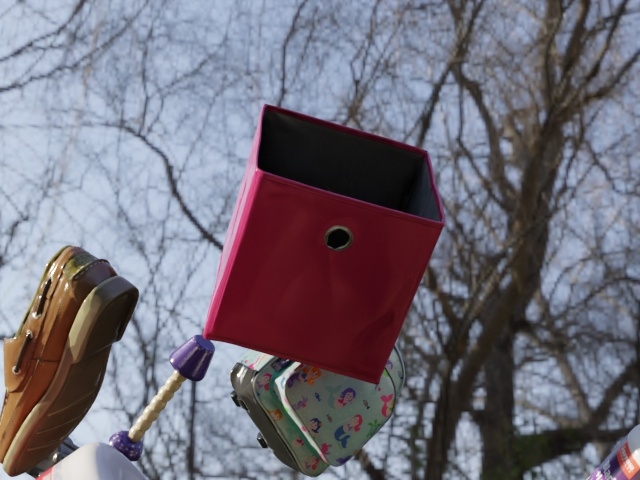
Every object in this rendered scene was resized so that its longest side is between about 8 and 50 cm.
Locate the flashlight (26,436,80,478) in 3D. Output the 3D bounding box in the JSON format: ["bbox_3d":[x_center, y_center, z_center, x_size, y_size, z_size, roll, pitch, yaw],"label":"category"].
[{"bbox_3d":[-0.427,0.409,1.835,0.103,0.103,0.304,24,-16,17],"label":"flashlight"}]

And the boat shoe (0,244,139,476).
[{"bbox_3d":[-0.321,0.143,1.257,0.307,0.104,0.111,-58,-17,19],"label":"boat shoe"}]

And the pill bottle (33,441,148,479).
[{"bbox_3d":[-0.331,0.412,1.078,0.408,0.229,0.229,-36,-31,-5],"label":"pill bottle"}]

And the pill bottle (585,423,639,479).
[{"bbox_3d":[0.410,0.297,1.315,0.108,0.108,0.193,15,-57,-24],"label":"pill bottle"}]

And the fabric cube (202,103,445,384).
[{"bbox_3d":[0.000,0.000,1.449,0.254,0.259,0.258,16,-65,-8],"label":"fabric cube"}]

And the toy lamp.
[{"bbox_3d":[-0.293,0.291,1.972,0.080,0.080,0.274,27,-70,-39],"label":"toy lamp"}]

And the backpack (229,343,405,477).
[{"bbox_3d":[0.013,0.224,1.685,0.191,0.253,0.225,3,-53,56],"label":"backpack"}]
